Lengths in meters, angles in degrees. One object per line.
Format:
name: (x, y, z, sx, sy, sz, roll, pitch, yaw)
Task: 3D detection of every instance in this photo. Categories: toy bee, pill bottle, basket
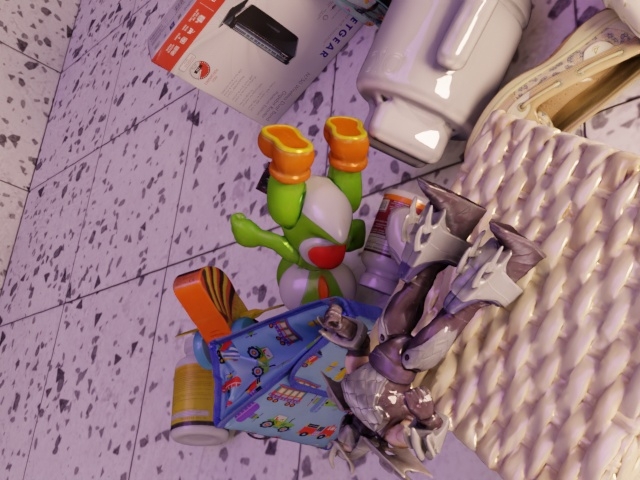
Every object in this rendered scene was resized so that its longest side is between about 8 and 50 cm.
toy bee: (-0.152, 0.163, 1.236, 0.162, 0.195, 0.298, -64, -25, -64)
pill bottle: (-0.213, 0.268, 1.306, 0.103, 0.103, 0.184, -27, 52, 37)
pill bottle: (0.113, 0.006, 1.094, 0.086, 0.086, 0.152, 15, 82, 51)
basket: (0.269, 0.089, 0.736, 0.328, 0.266, 0.331, 35, 99, 50)

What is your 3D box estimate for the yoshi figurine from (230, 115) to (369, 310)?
yoshi figurine: (-0.017, -0.011, 1.120, 0.204, 0.203, 0.362, 13, 121, 22)

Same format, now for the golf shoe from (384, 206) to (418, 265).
golf shoe: (0.144, 0.032, 1.009, 0.086, 0.069, 0.176, 143, 110, -76)

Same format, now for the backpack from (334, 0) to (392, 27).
backpack: (0.093, -0.482, 1.296, 0.144, 0.188, 0.165, 9, 78, 50)

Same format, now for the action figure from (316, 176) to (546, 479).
action figure: (0.076, 0.094, 0.666, 0.185, 0.099, 0.285, 39, 107, 41)

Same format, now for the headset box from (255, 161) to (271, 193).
headset box: (-0.083, -0.115, 1.422, 0.083, 0.032, 0.062, 26, 90, 53)

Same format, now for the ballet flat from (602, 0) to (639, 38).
ballet flat: (0.436, -0.279, 0.820, 0.409, 0.147, 0.147, 28, 92, 41)

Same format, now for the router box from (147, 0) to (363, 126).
router box: (-0.114, -0.418, 1.406, 0.335, 0.301, 0.082, -45, 42, 23)

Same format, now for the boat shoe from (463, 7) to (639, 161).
boat shoe: (0.312, -0.181, 0.956, 0.285, 0.105, 0.089, -46, 47, 17)

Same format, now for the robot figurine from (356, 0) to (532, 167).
robot figurine: (0.184, -0.288, 1.079, 0.353, 0.200, 0.300, -65, 9, -2)

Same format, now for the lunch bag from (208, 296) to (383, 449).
lunch bag: (0.024, 0.162, 1.003, 0.293, 0.221, 0.138, -36, 47, 31)
